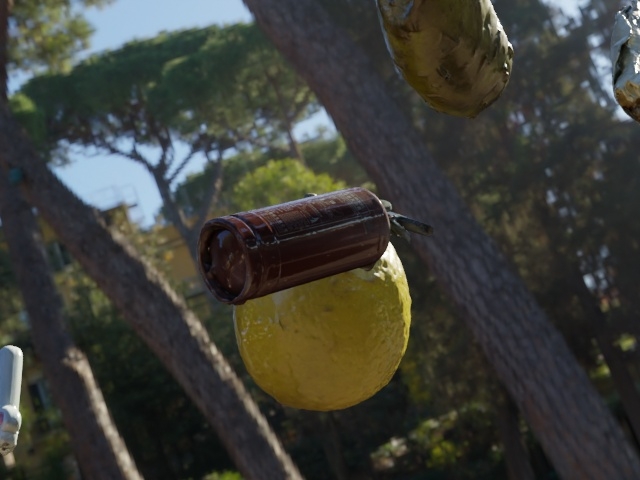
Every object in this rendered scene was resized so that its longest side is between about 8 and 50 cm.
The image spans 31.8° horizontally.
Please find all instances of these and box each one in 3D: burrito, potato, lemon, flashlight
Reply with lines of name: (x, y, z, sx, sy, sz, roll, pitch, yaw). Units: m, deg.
burrito: (0.500, -0.288, 1.766, 0.076, 0.117, 0.392, -25, 23, 27)
potato: (0.126, -0.230, 1.201, 0.113, 0.149, 0.251, 0, -28, 36)
lemon: (0.002, 0.090, 1.547, 0.253, 0.310, 0.253, -2, 13, 0)
flashlight: (-0.530, 0.263, 1.886, 0.047, 0.200, 0.093, 16, -46, -27)

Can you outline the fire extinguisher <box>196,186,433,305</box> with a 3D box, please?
fire extinguisher: (0.000, 0.000, 1.247, 0.269, 0.105, 0.105, -14, -15, -41)
